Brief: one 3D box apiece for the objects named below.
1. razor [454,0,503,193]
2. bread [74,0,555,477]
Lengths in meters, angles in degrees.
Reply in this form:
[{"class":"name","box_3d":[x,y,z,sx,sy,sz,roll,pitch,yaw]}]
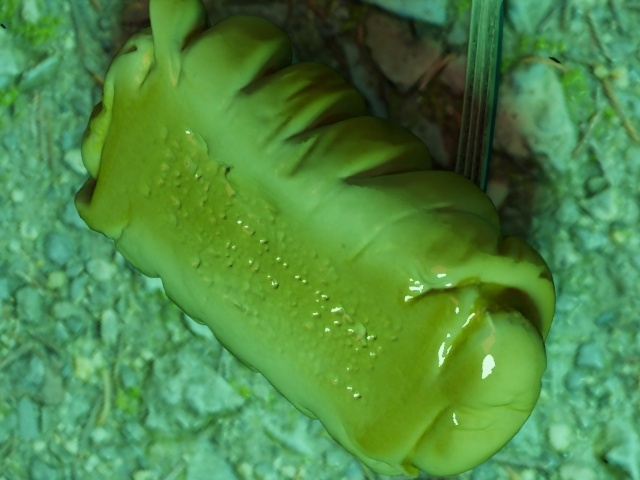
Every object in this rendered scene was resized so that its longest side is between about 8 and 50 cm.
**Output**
[{"class":"razor","box_3d":[0.089,-0.076,0.980,0.068,0.037,0.191,9,102,28]},{"class":"bread","box_3d":[0.000,0.000,0.955,0.311,0.121,0.173,41,124,18]}]
